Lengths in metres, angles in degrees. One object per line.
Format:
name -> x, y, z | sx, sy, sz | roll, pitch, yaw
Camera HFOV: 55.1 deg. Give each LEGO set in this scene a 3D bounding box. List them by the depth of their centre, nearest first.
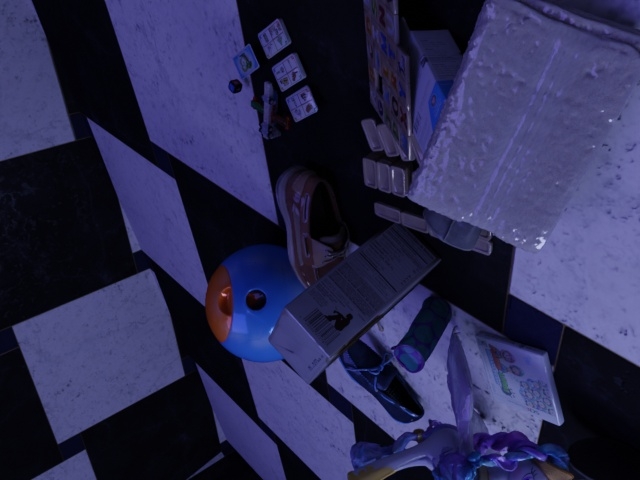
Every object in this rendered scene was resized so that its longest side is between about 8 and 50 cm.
LEGO set -> -0.095, -0.309, 1.223 | 0.244, 0.060, 0.182 | -15, 101, 54

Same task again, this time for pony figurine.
pony figurine -> 0.233, 0.379, 1.079 | 0.351, 0.363, 0.303 | -106, -10, -59

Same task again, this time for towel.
towel -> 0.231, -0.134, 0.718 | 0.187, 0.049, 0.282 | 24, 122, 7

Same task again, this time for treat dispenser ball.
treat dispenser ball -> -0.136, 0.152, 1.497 | 0.288, 0.288, 0.288 | 39, 148, 30

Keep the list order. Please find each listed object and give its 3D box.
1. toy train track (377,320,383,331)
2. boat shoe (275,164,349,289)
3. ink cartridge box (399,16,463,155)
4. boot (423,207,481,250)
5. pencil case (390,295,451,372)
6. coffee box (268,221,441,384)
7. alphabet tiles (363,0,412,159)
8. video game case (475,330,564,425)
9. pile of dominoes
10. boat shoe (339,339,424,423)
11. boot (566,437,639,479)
toy train track -> 0.131, 0.174, 1.388 | 0.048, 0.014, 0.083 | 17, 139, 41
boat shoe -> 0.000, 0.000, 1.300 | 0.116, 0.123, 0.324 | 17, 135, 48
ink cartridge box -> 0.154, -0.215, 0.841 | 0.104, 0.060, 0.180 | 101, 159, -53
boot -> 0.240, -0.056, 0.882 | 0.190, 0.076, 0.208 | 50, 142, 32
pencil case -> 0.190, 0.172, 1.139 | 0.064, 0.152, 0.070 | 50, 138, -8
coffee box -> 0.061, 0.106, 1.118 | 0.119, 0.297, 0.168 | 47, 150, 11
alphabet tiles -> 0.094, -0.264, 0.881 | 0.198, 0.009, 0.237 | -109, 8, -51
video game case -> 0.354, 0.245, 1.096 | 0.143, 0.019, 0.157 | 12, 129, 53
pile of dominoes -> 0.180, -0.100, 1.016 | 0.251, 0.040, 0.196 | 23, 136, 35
boat shoe -> 0.152, 0.317, 1.437 | 0.258, 0.109, 0.089 | 43, 147, -10
boot -> 0.521, 0.456, 0.979 | 0.263, 0.091, 0.229 | 22, 136, 45
